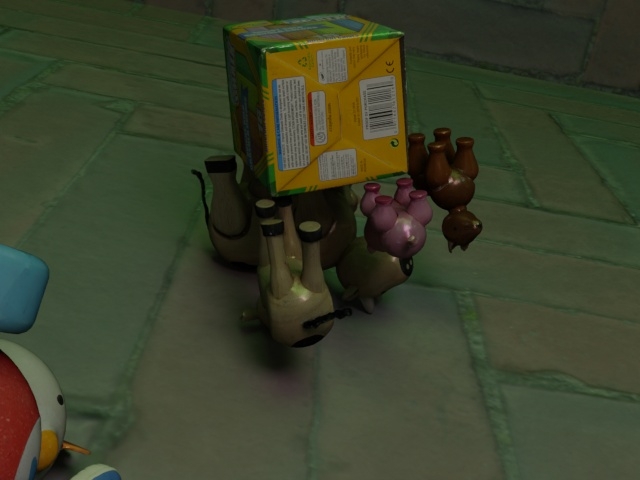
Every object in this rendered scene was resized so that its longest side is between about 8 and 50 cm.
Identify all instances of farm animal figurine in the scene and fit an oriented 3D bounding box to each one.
[{"bbox_3d":[0.000,0.000,0.867,0.326,0.172,0.330,15,29,39],"label":"farm animal figurine"}]

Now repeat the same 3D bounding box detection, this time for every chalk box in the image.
[{"bbox_3d":[-0.017,-0.142,0.813,0.132,0.132,0.213,-11,22,-15],"label":"chalk box"}]

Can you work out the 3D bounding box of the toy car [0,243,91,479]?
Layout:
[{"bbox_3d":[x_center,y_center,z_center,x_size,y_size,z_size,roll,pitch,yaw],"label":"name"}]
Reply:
[{"bbox_3d":[-0.214,0.114,0.511,0.210,0.219,0.238,11,-9,27],"label":"toy car"}]

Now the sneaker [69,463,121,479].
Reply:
[{"bbox_3d":[-0.128,0.195,0.484,0.084,0.058,0.152,10,28,11],"label":"sneaker"}]
